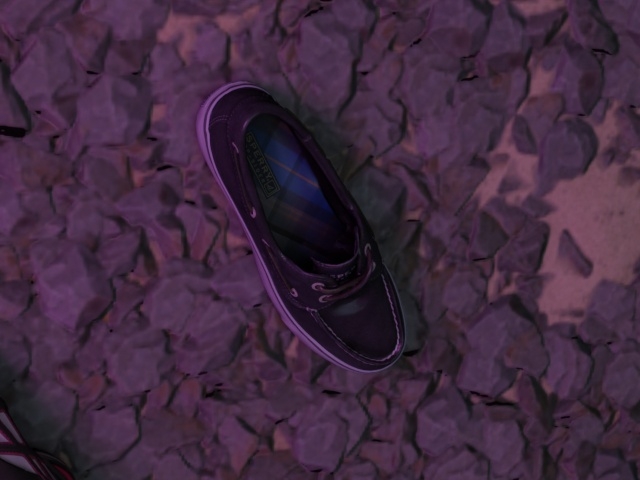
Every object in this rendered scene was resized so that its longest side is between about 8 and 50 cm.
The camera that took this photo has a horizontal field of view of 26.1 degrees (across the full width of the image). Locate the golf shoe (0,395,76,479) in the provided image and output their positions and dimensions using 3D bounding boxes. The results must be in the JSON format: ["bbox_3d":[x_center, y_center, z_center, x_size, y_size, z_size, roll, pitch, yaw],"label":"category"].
[{"bbox_3d":[-0.213,0.128,0.802,0.105,0.120,0.273,-43,114,-6],"label":"golf shoe"}]

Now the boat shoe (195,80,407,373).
[{"bbox_3d":[0.000,0.000,0.884,0.080,0.076,0.228,-32,113,-13],"label":"boat shoe"}]
